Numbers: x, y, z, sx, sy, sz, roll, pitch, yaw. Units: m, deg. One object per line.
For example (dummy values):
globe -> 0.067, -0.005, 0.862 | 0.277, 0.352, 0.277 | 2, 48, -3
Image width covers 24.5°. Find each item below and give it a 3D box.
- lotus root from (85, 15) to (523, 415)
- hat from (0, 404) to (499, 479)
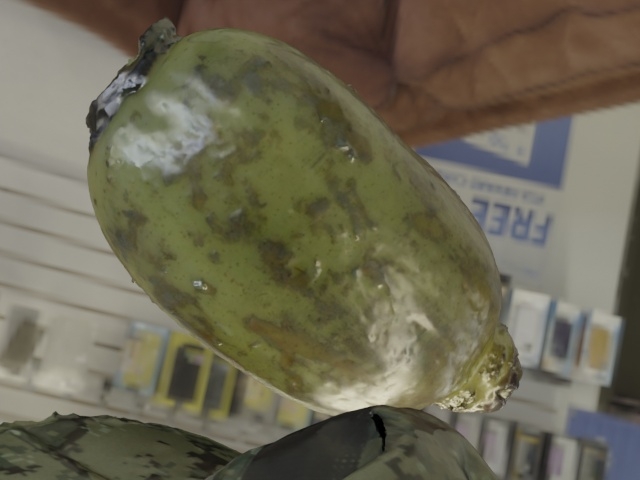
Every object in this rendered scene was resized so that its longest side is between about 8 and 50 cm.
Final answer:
lotus root -> 0.000, 0.000, 0.862 | 0.309, 0.173, 0.173 | 39, 163, -10
hat -> 0.008, 0.119, 0.384 | 0.265, 0.266, 0.128 | 22, 128, -40
